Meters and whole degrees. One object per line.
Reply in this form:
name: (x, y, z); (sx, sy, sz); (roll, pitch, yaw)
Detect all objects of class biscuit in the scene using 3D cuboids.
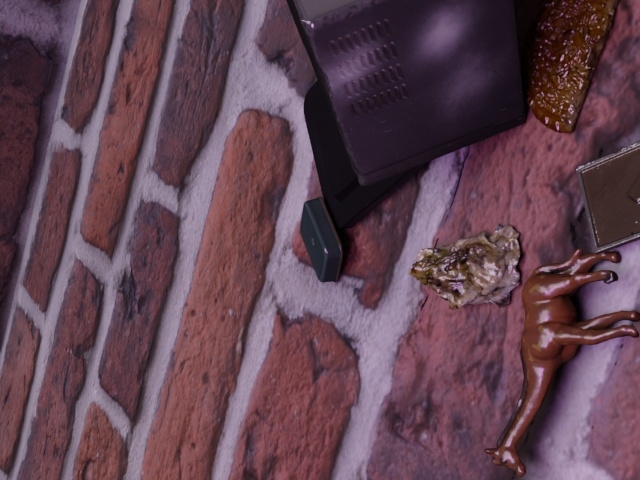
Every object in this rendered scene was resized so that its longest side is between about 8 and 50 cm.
biscuit: (0.299, -0.241, 1.172); (0.126, 0.025, 0.206); (31, 107, 53)

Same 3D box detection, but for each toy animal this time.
toy animal: (0.268, 0.139, 1.093); (0.229, 0.066, 0.224); (-31, 59, 36)

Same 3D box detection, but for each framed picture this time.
framed picture: (0.357, -0.058, 1.042); (0.149, 0.011, 0.109); (-24, 63, 39)

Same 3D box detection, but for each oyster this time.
oyster: (0.192, 0.043, 1.242); (0.165, 0.053, 0.108); (-21, 76, 44)

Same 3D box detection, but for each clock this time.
clock: (0.069, -0.190, 1.467); (0.273, 0.049, 0.279); (-42, 51, 42)

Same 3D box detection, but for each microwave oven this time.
microwave oven: (0.065, -0.356, 1.215); (0.236, 0.374, 0.432); (-21, 55, 2)

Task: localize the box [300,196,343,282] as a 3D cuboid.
box: (0.000, 0.000, 1.509); (0.091, 0.031, 0.126); (101, 154, -51)
